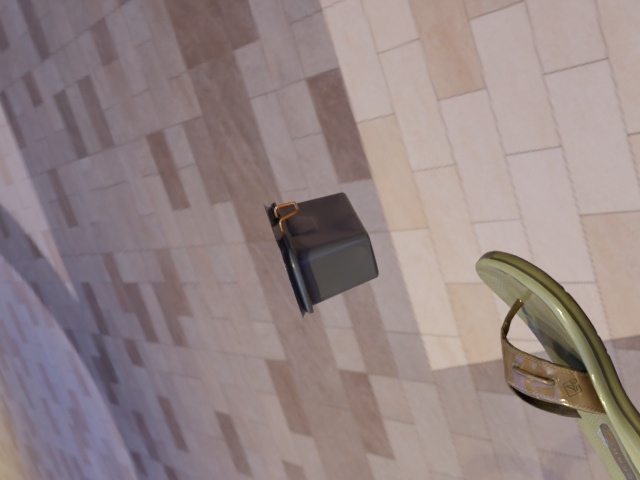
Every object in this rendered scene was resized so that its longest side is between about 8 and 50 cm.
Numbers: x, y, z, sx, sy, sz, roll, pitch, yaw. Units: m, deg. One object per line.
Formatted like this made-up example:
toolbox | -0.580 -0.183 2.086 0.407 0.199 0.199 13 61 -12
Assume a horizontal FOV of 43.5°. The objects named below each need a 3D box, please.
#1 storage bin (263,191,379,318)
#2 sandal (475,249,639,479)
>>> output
storage bin | 0.000 0.000 0.836 0.135 0.091 0.098 -116 7 -59
sandal | 0.232 0.140 0.776 0.303 0.086 0.120 62 176 19
